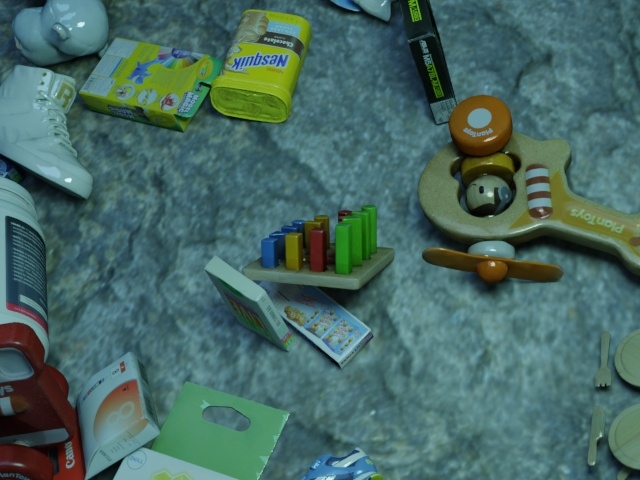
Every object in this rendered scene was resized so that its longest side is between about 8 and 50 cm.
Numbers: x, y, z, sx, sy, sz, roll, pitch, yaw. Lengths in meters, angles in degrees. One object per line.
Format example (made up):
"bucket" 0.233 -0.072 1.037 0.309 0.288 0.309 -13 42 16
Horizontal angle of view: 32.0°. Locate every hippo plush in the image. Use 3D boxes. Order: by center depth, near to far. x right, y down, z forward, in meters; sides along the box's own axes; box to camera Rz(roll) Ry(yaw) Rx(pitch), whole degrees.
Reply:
"hippo plush" -0.415 -0.418 1.908 0.294 0.234 0.237 -14 84 26

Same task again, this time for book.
"book" -0.089 0.085 1.469 0.096 0.144 0.035 32 72 32

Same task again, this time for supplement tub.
"supplement tub" -0.485 0.061 1.579 0.191 0.191 0.272 -17 54 6

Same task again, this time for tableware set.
"tableware set" 0.391 0.190 1.318 0.128 0.039 0.194 -6 49 28

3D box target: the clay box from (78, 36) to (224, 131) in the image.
"clay box" -0.266 -0.252 1.808 0.222 0.053 0.127 16 64 25

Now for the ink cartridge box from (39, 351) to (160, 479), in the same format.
"ink cartridge box" -0.303 0.241 1.460 0.179 0.045 0.145 -30 35 1

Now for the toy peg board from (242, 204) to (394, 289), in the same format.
"toy peg board" 0.000 0.000 1.486 0.160 0.079 0.161 5 15 20

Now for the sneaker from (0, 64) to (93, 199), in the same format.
"sneaker" -0.432 -0.187 1.768 0.292 0.108 0.169 30 82 32

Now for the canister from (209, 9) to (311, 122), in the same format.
"canister" -0.090 -0.277 1.752 0.126 0.073 0.170 10 58 10

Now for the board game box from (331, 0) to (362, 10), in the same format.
"board game box" 0.067 -0.441 1.839 0.168 0.033 0.133 -30 76 -15

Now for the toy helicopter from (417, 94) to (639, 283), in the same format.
"toy helicopter" 0.287 -0.026 1.437 0.355 0.140 0.235 21 67 25

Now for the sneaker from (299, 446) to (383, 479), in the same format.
"sneaker" 0.001 0.298 1.358 0.144 0.053 0.059 -20 54 -7

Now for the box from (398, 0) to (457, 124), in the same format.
"box" 0.152 -0.296 1.623 0.045 0.191 0.184 -13 53 11

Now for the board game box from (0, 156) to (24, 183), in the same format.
"board game box" -0.595 -0.067 1.796 0.136 0.035 0.201 30 70 31

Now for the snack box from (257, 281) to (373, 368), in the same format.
"snack box" -0.012 0.098 1.513 0.064 0.022 0.178 -43 56 -14

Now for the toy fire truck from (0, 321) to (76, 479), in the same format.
"toy fire truck" -0.466 0.205 1.399 0.302 0.254 0.169 -8 45 7

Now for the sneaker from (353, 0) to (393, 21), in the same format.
"sneaker" 0.138 -0.442 1.797 0.094 0.080 0.212 38 78 -2

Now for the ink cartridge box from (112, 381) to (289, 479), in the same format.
"ink cartridge box" -0.163 0.291 1.412 0.171 0.056 0.235 13 64 25
